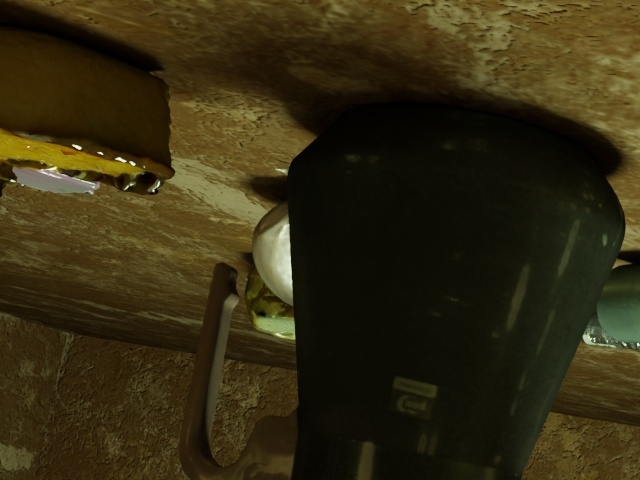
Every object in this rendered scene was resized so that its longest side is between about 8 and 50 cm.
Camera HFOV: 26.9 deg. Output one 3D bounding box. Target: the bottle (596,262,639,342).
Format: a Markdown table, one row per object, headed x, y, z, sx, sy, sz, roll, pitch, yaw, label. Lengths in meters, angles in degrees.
| x | y | z | sx | sy | sz | roll | pitch | yaw | label |
| --- | --- | --- | --- | --- | --- | --- | --- | --- | --- |
| 0.365 | 0.054 | 1.194 | 0.082 | 0.082 | 0.286 | 16 | 169 | -27 | bottle |

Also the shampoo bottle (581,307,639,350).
| x | y | z | sx | sy | sz | roll | pitch | yaw | label |
| --- | --- | --- | --- | --- | --- | --- | --- | --- | --- |
| 0.393 | 0.101 | 1.495 | 0.207 | 0.064 | 0.057 | 4 | 179 | 35 | shampoo bottle |

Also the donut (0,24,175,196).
| x | y | z | sx | sy | sz | roll | pitch | yaw | label |
| --- | --- | --- | --- | --- | --- | --- | --- | --- | --- |
| -0.239 | -0.095 | 0.963 | 0.259 | 0.101 | 0.152 | 6 | 169 | 33 | donut |

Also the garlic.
| x | y | z | sx | sy | sz | roll | pitch | yaw | label |
| --- | --- | --- | --- | --- | --- | --- | --- | --- | --- |
| -0.004 | 0.001 | 1.306 | 0.266 | 0.148 | 0.128 | 16 | -154 | -50 | garlic |

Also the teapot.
| x | y | z | sx | sy | sz | roll | pitch | yaw | label |
| --- | --- | --- | --- | --- | --- | --- | --- | --- | --- |
| 0.054 | 0.089 | 0.981 | 0.300 | 0.344 | 0.253 | 8 | 168 | 18 | teapot |

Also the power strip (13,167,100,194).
| x | y | z | sx | sy | sz | roll | pitch | yaw | label |
| --- | --- | --- | --- | --- | --- | --- | --- | --- | --- |
| -0.337 | -0.096 | 1.256 | 0.278 | 0.038 | 0.109 | 17 | 169 | -34 | power strip |

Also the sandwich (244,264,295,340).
| x | y | z | sx | sy | sz | roll | pitch | yaw | label |
| --- | --- | --- | --- | --- | --- | --- | --- | --- | --- |
| 0.015 | 0.096 | 1.822 | 0.226 | 0.087 | 0.251 | 9 | 168 | 4 | sandwich |
